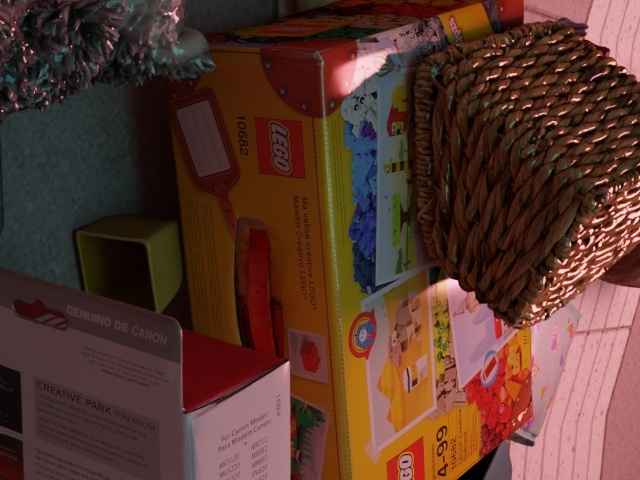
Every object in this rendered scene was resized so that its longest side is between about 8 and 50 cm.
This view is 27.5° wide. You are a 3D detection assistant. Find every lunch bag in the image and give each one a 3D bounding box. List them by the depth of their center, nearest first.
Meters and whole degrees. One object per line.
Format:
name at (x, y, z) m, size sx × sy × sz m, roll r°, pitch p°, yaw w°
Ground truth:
lunch bag at (0.241, 0.151, 1.825) m, size 0.262 × 0.160 × 0.223 m, roll 36°, pitch 72°, yaw -60°

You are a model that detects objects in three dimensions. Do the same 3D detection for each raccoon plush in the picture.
raccoon plush at (-0.289, -0.123, 1.025) m, size 0.446 × 0.216 × 0.299 m, roll -42°, pitch 156°, yaw 1°

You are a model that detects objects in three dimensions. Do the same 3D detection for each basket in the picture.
basket at (0.210, -0.067, 1.324) m, size 0.299 × 0.223 × 0.213 m, roll -26°, pitch 151°, yaw -50°

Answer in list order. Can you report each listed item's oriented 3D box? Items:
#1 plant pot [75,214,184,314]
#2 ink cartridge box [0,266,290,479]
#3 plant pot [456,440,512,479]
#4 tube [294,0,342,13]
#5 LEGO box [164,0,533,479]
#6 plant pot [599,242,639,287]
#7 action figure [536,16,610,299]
plant pot at (-0.173, 0.015, 1.258) m, size 0.083 × 0.081 × 0.081 m, roll -43°, pitch 134°, yaw -54°
ink cartridge box at (-0.181, 0.142, 1.081) m, size 0.130 × 0.309 × 0.272 m, roll -23°, pitch 120°, yaw -50°
plant pot at (0.165, 0.349, 1.784) m, size 0.166 × 0.165 × 0.234 m, roll -62°, pitch 151°, yaw -21°
tube at (-0.010, -0.297, 1.408) m, size 0.070 × 0.062 × 0.240 m, roll -21°, pitch 136°, yaw 0°
LEGO box at (0.049, 0.010, 1.365) m, size 0.372 × 0.193 × 0.500 m, roll -27°, pitch 119°, yaw -48°
plant pot at (0.567, -0.042, 2.128) m, size 0.280 × 0.323 × 0.323 m, roll -12°, pitch 112°, yaw -36°
action figure at (0.302, -0.094, 1.788) m, size 0.248 × 0.275 × 0.370 m, roll -38°, pitch 140°, yaw -35°
